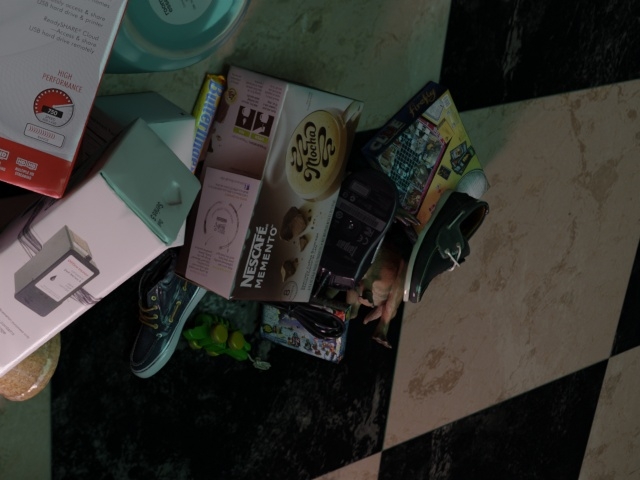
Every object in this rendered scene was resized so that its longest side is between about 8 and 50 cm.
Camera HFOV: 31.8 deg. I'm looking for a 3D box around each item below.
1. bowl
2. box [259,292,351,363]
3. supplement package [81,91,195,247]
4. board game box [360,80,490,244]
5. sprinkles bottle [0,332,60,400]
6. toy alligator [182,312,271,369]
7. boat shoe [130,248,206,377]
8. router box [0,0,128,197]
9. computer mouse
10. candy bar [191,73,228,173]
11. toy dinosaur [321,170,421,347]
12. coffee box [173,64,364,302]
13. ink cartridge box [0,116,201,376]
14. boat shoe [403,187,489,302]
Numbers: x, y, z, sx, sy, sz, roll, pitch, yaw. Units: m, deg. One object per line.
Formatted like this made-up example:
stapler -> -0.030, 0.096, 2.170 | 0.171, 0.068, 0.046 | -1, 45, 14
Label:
bowl -> -0.193, -0.319, 1.286 | 0.311, 0.163, 0.311 | -21, 126, -32
box -> -0.025, 0.124, 1.723 | 0.027, 0.137, 0.094 | -42, 143, -58
supplement package -> -0.235, -0.086, 1.428 | 0.105, 0.105, 0.179 | -11, 121, -36
board game box -> 0.175, -0.116, 1.821 | 0.165, 0.042, 0.243 | -44, 136, -12
sprinkles bottle -> -0.473, 0.091, 1.311 | 0.355, 0.121, 0.121 | 29, 94, -47
toy alligator -> -0.139, 0.147, 1.697 | 0.189, 0.056, 0.051 | 29, 53, -47
boat shoe -> -0.232, 0.099, 1.578 | 0.083, 0.065, 0.183 | 35, 83, -46
router box -> -0.372, -0.239, 1.119 | 0.335, 0.082, 0.301 | 18, 103, -14
computer mouse -> 0.000, 0.000, 1.663 | 0.262, 0.184, 0.060 | -67, 168, 8
candy bar -> -0.164, -0.151, 1.517 | 0.040, 0.018, 0.161 | 10, 108, -45
toy dinosaur -> 0.092, 0.039, 1.791 | 0.200, 0.127, 0.296 | -61, 150, -21
coffee box -> -0.070, -0.072, 1.540 | 0.168, 0.119, 0.297 | 7, 102, -50
ink cartridge box -> -0.285, 0.003, 1.284 | 0.273, 0.198, 0.115 | -36, 107, 18
boat shoe -> 0.194, 0.010, 1.762 | 0.233, 0.079, 0.084 | -56, 158, -37
